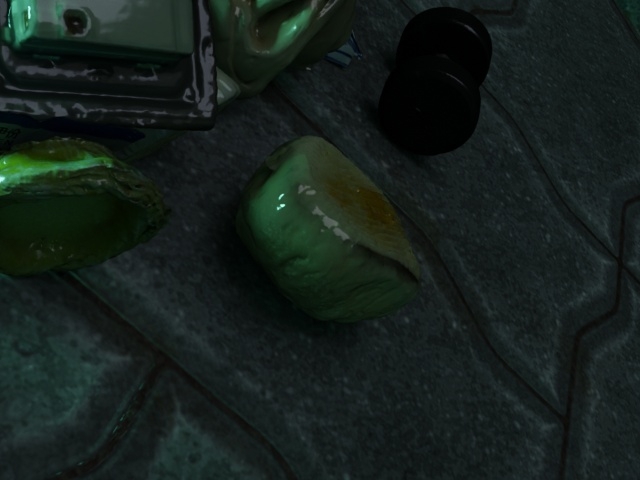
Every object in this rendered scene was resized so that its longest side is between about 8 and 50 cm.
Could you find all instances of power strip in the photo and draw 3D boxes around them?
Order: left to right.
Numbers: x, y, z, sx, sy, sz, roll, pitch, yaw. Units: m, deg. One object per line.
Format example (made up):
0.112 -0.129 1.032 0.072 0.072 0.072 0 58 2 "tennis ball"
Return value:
-0.194 -0.232 0.868 0.251 0.092 0.257 -3 87 -45 "power strip"

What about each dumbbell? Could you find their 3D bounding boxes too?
0.181 -0.249 1.509 0.152 0.152 0.218 41 39 -18 "dumbbell"

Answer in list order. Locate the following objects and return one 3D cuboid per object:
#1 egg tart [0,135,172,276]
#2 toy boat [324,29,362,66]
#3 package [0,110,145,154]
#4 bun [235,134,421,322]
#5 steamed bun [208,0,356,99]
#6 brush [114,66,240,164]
-0.235 -0.035 0.856 0.197 0.197 0.078 4 62 -46 "egg tart"
0.012 -0.413 1.530 0.210 0.070 0.291 -27 86 -48 "toy boat"
-0.273 -0.082 0.867 0.171 0.173 0.027 5 76 -46 "package"
0.000 0.000 1.122 0.244 0.153 0.244 41 18 -17 "bun"
-0.090 -0.363 1.223 0.352 0.247 0.339 47 38 -17 "steamed bun"
-0.227 -0.160 0.993 0.266 0.174 0.166 -33 98 -46 "brush"
